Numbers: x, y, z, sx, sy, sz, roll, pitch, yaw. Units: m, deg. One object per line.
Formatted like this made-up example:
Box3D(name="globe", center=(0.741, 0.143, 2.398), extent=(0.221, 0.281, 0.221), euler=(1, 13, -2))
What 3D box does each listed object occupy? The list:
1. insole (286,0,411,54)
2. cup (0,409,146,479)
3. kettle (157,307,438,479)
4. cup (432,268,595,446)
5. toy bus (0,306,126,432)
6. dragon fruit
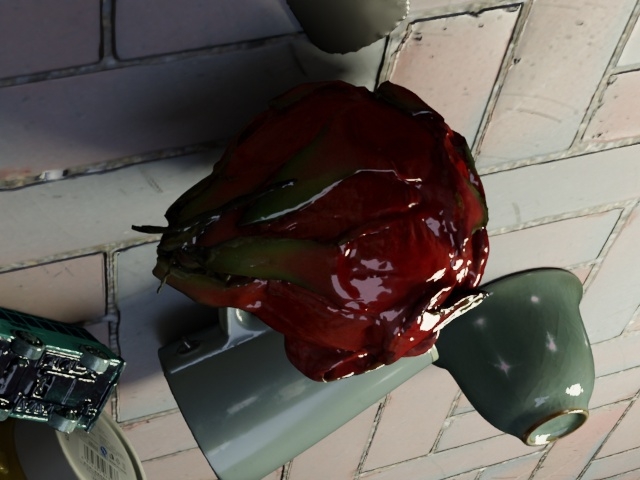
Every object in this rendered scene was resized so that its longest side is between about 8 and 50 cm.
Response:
Box3D(name="insole", center=(-0.012, -0.217, 0.782), extent=(0.109, 0.007, 0.322), euler=(-25, 149, 8))
Box3D(name="cup", center=(-0.309, 0.255, 1.162), extent=(0.226, 0.185, 0.241), euler=(-34, 145, 9))
Box3D(name="kettle", center=(-0.026, 0.097, 1.158), extent=(0.243, 0.160, 0.211), euler=(-29, 121, -3))
Box3D(name="cup", center=(0.234, 0.148, 1.367), extent=(0.199, 0.150, 0.199), euler=(-16, 148, -10))
Box3D(name="toy bus", center=(-0.258, 0.105, 1.040), extent=(0.160, 0.091, 0.079), euler=(21, 99, -50))
Box3D(name="dragon fruit", center=(0.000, 0.000, 0.901), extent=(0.293, 0.234, 0.234), euler=(-24, 154, -32))
